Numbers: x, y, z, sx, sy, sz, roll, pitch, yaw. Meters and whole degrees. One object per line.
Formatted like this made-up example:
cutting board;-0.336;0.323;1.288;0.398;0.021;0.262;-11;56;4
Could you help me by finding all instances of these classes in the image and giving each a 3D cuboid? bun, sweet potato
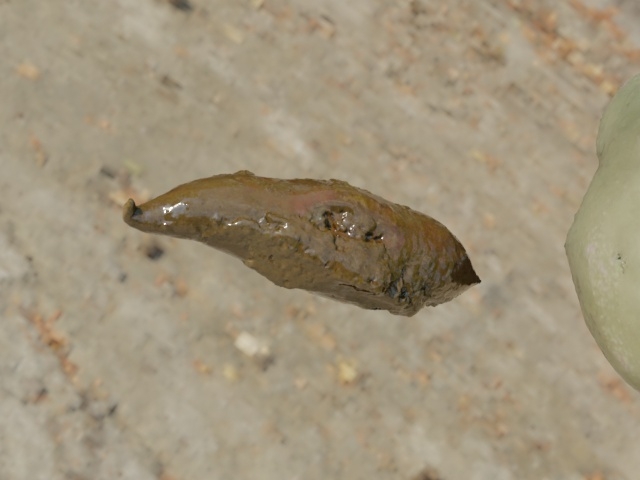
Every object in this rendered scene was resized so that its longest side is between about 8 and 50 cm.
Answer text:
bun;0.268;0.016;1.069;0.273;0.168;0.272;17;62;-34
sweet potato;0.000;0.000;0.800;0.206;0.060;0.068;13;30;-25
